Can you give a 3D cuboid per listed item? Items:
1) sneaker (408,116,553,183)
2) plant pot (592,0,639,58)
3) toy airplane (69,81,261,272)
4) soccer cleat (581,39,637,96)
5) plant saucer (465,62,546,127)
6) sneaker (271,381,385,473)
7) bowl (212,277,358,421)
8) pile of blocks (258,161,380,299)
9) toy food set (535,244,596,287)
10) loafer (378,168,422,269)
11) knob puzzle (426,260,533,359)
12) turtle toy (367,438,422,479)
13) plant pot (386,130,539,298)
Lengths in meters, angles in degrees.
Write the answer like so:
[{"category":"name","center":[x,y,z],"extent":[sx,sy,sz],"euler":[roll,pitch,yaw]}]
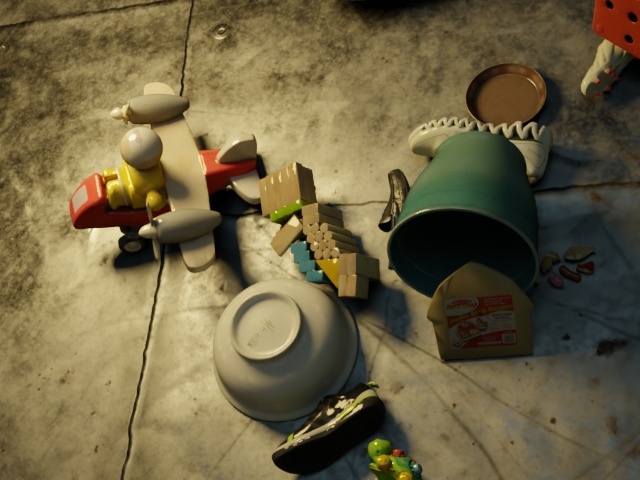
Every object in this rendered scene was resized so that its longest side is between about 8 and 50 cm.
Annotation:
[{"category":"sneaker","center":[0.316,-0.178,1.848],"extent":[0.292,0.110,0.118],"euler":[5,73,20]},{"category":"plant pot","center":[0.685,-0.493,1.783],"extent":[0.236,0.267,0.267],"euler":[-39,58,-17]},{"category":"toy airplane","center":[-0.312,-0.147,1.919],"extent":[0.386,0.272,0.384],"euler":[21,70,26]},{"category":"soccer cleat","center":[0.591,-0.368,1.887],"extent":[0.196,0.068,0.076],"euler":[-43,54,-17]},{"category":"plant saucer","center":[0.391,-0.300,1.930],"extent":[0.168,0.029,0.168],"euler":[-7,61,13]},{"category":"sneaker","center":[0.014,0.341,1.683],"extent":[0.235,0.084,0.097],"euler":[-29,34,-1]},{"category":"bowl","center":[-0.087,0.185,1.752],"extent":[0.298,0.134,0.297],"euler":[-8,60,13]},{"category":"pile of blocks","center":[0.000,0.000,1.851],"extent":[0.149,0.113,0.362],"euler":[-46,55,21]},{"category":"toy food set","center":[0.461,0.052,1.723],"extent":[0.122,0.019,0.078],"euler":[-7,61,5]},{"category":"loafer","center":[0.153,-0.043,1.834],"extent":[0.078,0.076,0.223],"euler":[-9,64,4]},{"category":"knob puzzle","center":[0.289,0.122,1.660],"extent":[0.213,0.213,0.030],"euler":[-5,24,14]},{"category":"turtle toy","center":[0.130,0.399,1.599],"extent":[0.130,0.095,0.066],"euler":[35,55,29]},{"category":"plant pot","center":[0.282,-0.058,1.707],"extent":[0.272,0.271,0.255],"euler":[3,50,19]}]
